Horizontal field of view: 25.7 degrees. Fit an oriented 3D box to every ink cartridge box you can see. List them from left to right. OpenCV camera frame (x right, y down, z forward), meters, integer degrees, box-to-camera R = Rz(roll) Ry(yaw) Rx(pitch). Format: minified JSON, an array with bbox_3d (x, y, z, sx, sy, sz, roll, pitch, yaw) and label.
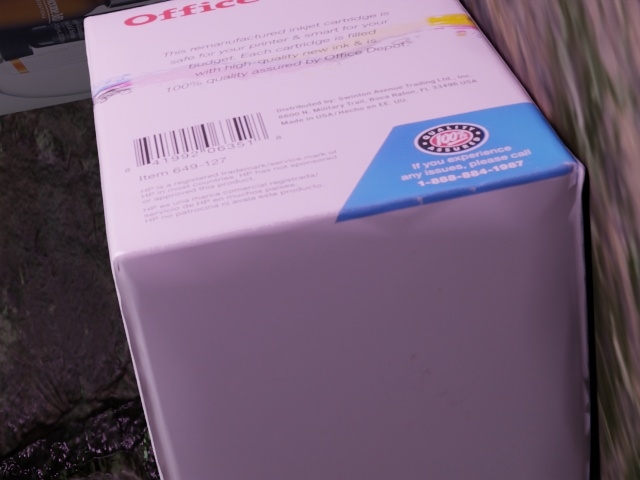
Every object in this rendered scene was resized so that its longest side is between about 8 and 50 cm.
[{"bbox_3d":[0.000,0.000,0.619,0.232,0.171,0.168,-108,8,-58],"label":"ink cartridge box"}]

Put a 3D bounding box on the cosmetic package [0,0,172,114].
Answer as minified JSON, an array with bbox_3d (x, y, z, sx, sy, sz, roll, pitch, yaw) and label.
[{"bbox_3d":[-0.116,-0.198,0.825,0.377,0.284,0.097,94,162,-75],"label":"cosmetic package"}]
